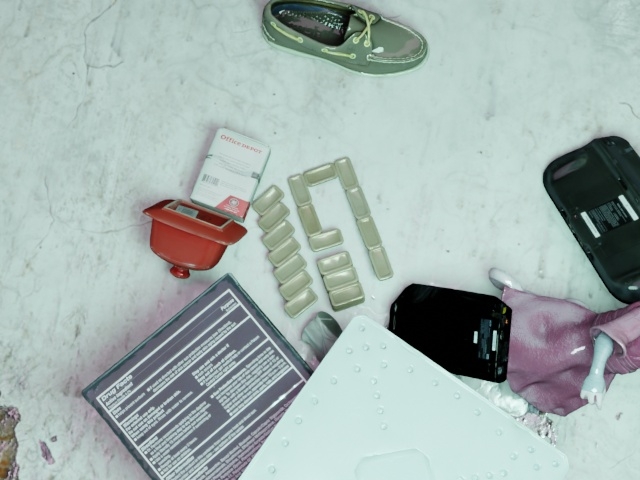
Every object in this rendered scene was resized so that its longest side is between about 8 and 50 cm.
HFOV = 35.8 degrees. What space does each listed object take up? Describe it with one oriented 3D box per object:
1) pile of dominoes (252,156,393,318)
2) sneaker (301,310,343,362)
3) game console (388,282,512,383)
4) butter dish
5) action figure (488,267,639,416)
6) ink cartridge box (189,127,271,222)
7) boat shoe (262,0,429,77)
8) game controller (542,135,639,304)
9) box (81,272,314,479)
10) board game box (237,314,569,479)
[{"bbox_3d":[0.000,0.000,1.712,0.195,0.040,0.251,-18,72,-4],"label":"pile of dominoes"},{"bbox_3d":[0.031,0.189,1.661,0.061,0.054,0.152,-41,93,24],"label":"sneaker"},{"bbox_3d":[0.196,0.257,1.608,0.213,0.044,0.362,8,94,40],"label":"game console"},{"bbox_3d":[-0.220,0.007,1.653,0.159,0.160,0.118,21,102,2],"label":"butter dish"},{"bbox_3d":[0.465,0.155,1.547,0.248,0.370,0.276,26,54,-39],"label":"action figure"},{"bbox_3d":[-0.154,-0.112,1.708,0.099,0.056,0.135,21,80,2],"label":"ink cartridge box"},{"bbox_3d":[0.045,-0.363,1.744,0.304,0.091,0.109,12,79,1],"label":"boat shoe"},{"bbox_3d":[0.501,-0.040,1.653,0.166,0.067,0.319,-29,53,8],"label":"game controller"},{"bbox_3d":[-0.161,0.262,1.570,0.296,0.183,0.294,-39,83,-10],"label":"box"},{"bbox_3d":[0.106,0.365,1.425,0.390,0.050,0.390,35,65,5],"label":"board game box"}]
